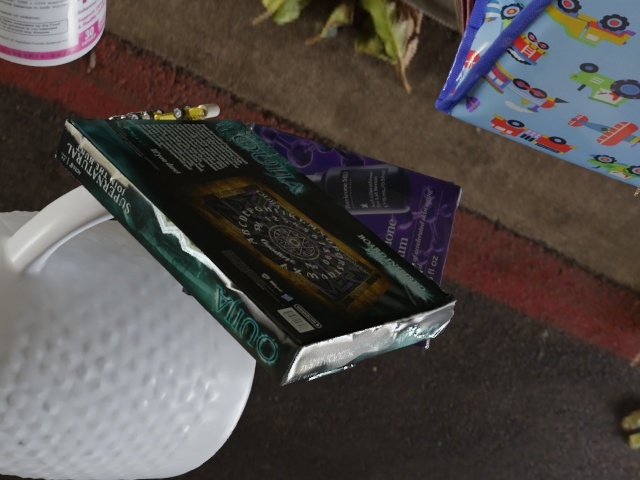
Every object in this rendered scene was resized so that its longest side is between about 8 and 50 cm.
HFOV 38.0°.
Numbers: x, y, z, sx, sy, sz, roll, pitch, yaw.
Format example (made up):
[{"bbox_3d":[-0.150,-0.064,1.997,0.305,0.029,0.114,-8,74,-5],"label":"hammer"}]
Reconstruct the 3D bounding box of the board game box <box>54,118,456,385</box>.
[{"bbox_3d":[-0.033,-0.006,0.479,0.126,0.186,0.026,-8,132,-49],"label":"board game box"}]

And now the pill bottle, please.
[{"bbox_3d":[-0.309,-0.338,0.999,0.161,0.160,0.283,8,146,-9],"label":"pill bottle"}]

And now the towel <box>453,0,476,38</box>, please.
[{"bbox_3d":[0.166,-0.393,1.101,0.037,0.329,0.237,-5,127,6],"label":"towel"}]

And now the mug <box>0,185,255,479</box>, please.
[{"bbox_3d":[-0.244,0.073,0.933,0.374,0.276,0.328,-45,145,22],"label":"mug"}]

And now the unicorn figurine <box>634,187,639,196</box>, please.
[{"bbox_3d":[0.526,-0.148,1.384,0.111,0.060,0.161,6,119,40],"label":"unicorn figurine"}]

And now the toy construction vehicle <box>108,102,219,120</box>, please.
[{"bbox_3d":[-0.148,-0.104,0.863,0.098,0.086,0.035,-3,101,22],"label":"toy construction vehicle"}]

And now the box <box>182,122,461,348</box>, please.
[{"bbox_3d":[0.000,0.000,0.826,0.207,0.108,0.153,14,84,-20],"label":"box"}]

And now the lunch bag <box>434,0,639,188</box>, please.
[{"bbox_3d":[0.233,-0.132,0.631,0.221,0.293,0.138,19,87,-6],"label":"lunch bag"}]
